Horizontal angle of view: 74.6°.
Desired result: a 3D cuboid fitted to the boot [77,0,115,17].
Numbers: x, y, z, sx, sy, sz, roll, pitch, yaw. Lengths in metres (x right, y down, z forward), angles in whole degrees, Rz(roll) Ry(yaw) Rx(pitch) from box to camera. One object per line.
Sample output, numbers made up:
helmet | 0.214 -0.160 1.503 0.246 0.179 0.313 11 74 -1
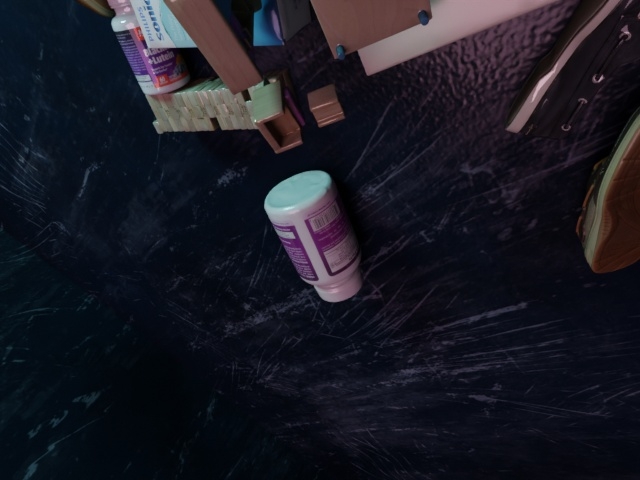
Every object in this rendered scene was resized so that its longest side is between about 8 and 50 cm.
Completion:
boot | -0.431 -0.547 0.759 0.095 0.262 0.203 30 97 7

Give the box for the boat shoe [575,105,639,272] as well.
boat shoe | 0.487 -0.093 0.683 0.123 0.123 0.342 -14 136 8

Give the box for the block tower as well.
block tower | -0.220 -0.296 0.904 0.335 0.091 0.097 3 131 26

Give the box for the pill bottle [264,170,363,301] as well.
pill bottle | 0.000 0.000 1.007 0.169 0.169 0.301 -2 128 30

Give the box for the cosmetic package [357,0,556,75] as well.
cosmetic package | 0.200 -0.352 0.570 0.309 0.160 0.113 -9 124 33

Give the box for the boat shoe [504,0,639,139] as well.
boat shoe | 0.392 -0.268 0.569 0.113 0.127 0.340 26 139 3

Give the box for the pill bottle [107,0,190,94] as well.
pill bottle | -0.351 -0.408 0.856 0.108 0.108 0.193 5 133 25

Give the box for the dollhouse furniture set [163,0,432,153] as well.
dollhouse furniture set | 0.006 -0.322 0.548 0.303 0.198 0.286 -17 144 17

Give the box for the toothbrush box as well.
toothbrush box | -0.185 -0.455 0.706 0.296 0.126 0.216 8 134 22
